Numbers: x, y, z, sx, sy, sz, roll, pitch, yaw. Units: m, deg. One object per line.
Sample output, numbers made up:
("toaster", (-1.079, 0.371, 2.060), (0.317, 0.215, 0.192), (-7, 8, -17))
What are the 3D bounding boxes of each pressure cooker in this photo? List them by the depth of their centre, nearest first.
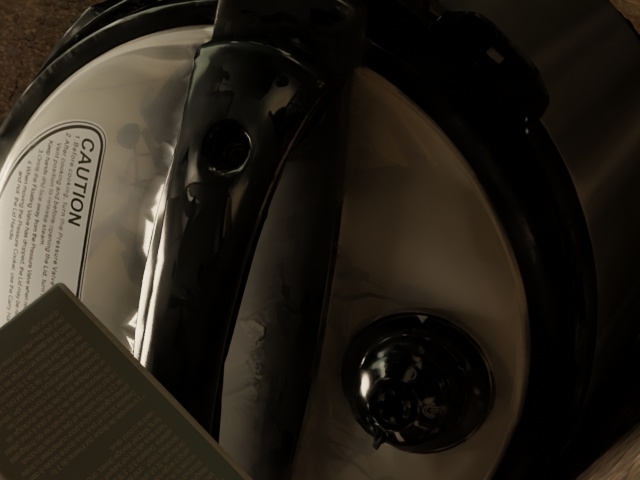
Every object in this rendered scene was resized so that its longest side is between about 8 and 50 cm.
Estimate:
("pressure cooker", (0.006, 0.000, 1.098), (0.375, 0.370, 0.420), (-28, 6, 27))

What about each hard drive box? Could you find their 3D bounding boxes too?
("hard drive box", (-0.092, 0.163, 0.809), (0.089, 0.232, 0.181), (-40, -5, -44))
